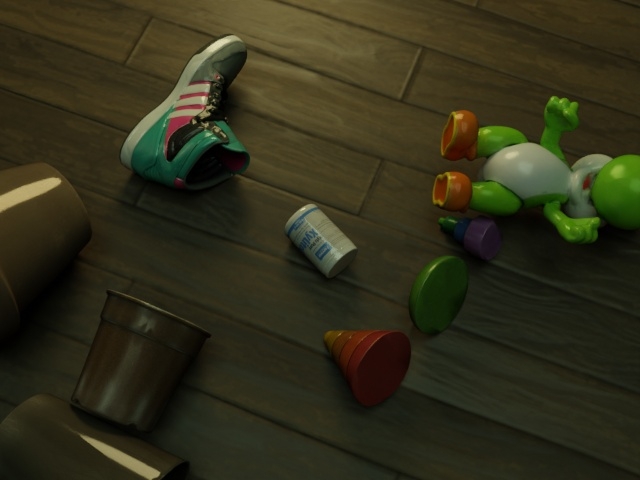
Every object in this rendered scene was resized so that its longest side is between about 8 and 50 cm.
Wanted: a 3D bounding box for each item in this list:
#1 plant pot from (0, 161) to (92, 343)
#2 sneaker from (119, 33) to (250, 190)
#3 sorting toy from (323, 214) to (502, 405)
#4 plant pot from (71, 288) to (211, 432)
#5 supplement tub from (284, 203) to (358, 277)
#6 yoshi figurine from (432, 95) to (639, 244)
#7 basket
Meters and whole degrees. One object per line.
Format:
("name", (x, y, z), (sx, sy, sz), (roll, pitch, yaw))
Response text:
("plant pot", (-0.477, 0.000, 1.169), (0.263, 0.263, 0.229), (42, 55, 15))
("sneaker", (-0.176, -0.198, 1.296), (0.178, 0.124, 0.295), (33, 79, 18))
("sorting toy", (0.131, 0.084, 1.214), (0.126, 0.127, 0.365), (24, 63, 41))
("plant pot", (-0.268, 0.179, 1.131), (0.167, 0.167, 0.165), (21, 78, 8))
("supplement tub", (0.000, 0.000, 1.246), (0.071, 0.071, 0.107), (-40, 72, -15))
("yoshi figurine", (0.368, -0.095, 1.187), (0.363, 0.203, 0.203), (10, 35, -5))
("basket", (-0.330, 0.323, 1.070), (0.227, 0.154, 0.204), (32, 70, 16))
